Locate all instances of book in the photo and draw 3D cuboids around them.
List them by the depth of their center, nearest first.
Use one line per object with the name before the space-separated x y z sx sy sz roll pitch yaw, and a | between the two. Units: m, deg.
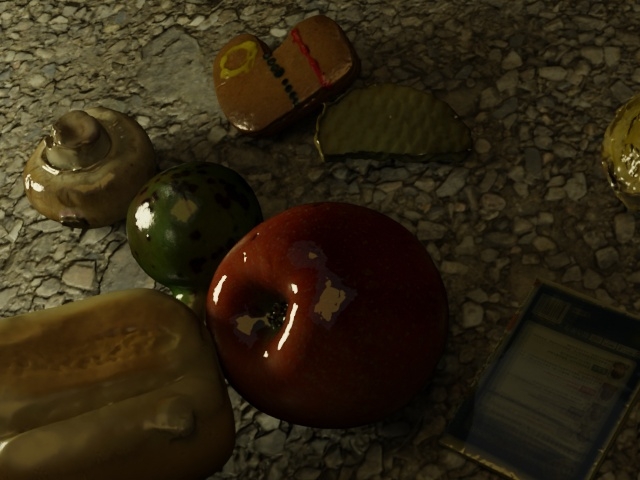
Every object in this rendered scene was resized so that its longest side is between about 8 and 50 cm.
book | 0.349 0.219 1.747 0.228 0.018 0.322 24 66 29

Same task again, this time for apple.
apple | 0.007 0.111 1.724 0.348 0.277 0.348 -9 76 39

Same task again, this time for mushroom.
mushroom | -0.410 -0.127 2.091 0.255 0.184 0.255 -1 47 1

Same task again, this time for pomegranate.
pomegranate | -0.203 0.017 1.897 0.242 0.242 0.306 -8 55 10

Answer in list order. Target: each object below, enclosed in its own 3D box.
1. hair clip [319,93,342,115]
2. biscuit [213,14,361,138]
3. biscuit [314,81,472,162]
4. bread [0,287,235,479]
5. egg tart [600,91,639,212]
hair clip | 0.049 -0.209 2.103 0.062 0.056 0.214 -13 55 -28
biscuit | -0.074 -0.326 2.165 0.277 0.052 0.262 -30 51 15
biscuit | 0.122 -0.205 2.049 0.273 0.036 0.187 0 52 -5
bread | -0.335 0.246 1.666 0.376 0.253 0.348 -14 46 -24
egg tart | 0.616 -0.162 1.865 0.341 0.132 0.341 -8 55 12
